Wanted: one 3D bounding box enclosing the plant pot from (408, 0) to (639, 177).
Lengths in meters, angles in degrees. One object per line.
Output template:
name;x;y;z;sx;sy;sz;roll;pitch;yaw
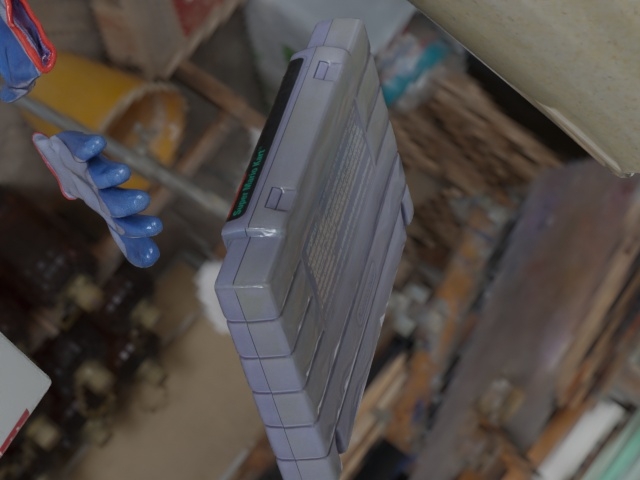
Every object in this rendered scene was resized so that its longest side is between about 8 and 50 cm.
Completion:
plant pot;0.164;-0.214;1.099;0.305;0.334;0.334;45;78;-21

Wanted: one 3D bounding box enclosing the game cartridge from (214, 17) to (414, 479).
game cartridge;0.000;0.000;1.543;0.355;0.068;0.230;-71;148;-48

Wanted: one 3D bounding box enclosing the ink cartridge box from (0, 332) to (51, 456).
ink cartridge box;-0.197;0.106;0.855;0.135;0.056;0.099;-44;-172;14

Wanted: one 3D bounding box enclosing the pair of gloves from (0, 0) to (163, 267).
pair of gloves;-0.154;-0.070;1.038;0.023;0.159;0.198;-35;110;-16
